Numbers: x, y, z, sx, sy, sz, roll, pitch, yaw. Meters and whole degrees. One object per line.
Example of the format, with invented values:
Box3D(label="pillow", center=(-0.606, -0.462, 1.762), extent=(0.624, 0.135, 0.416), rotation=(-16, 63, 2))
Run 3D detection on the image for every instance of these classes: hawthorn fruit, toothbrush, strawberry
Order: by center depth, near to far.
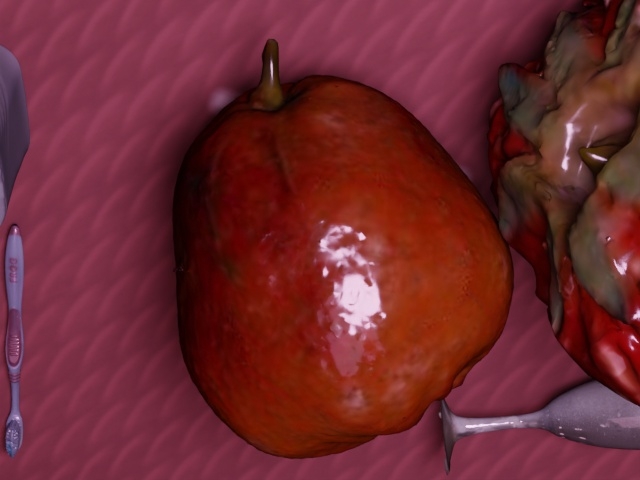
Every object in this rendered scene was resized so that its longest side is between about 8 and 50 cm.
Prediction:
Box3D(label="strawberry", center=(0.289, -0.008, 1.205), extent=(0.345, 0.317, 0.295), rotation=(28, 80, -30))
Box3D(label="hawthorn fruit", center=(0.000, 0.000, 1.270), extent=(0.224, 0.224, 0.260), rotation=(-23, 103, 16))
Box3D(label="toothbrush", center=(-0.220, 0.073, 1.428), extent=(0.013, 0.019, 0.193), rotation=(6, 118, 1))

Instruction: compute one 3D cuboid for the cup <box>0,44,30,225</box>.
Box3D(label="cup", center=(-0.242, -0.079, 1.282), extent=(0.095, 0.129, 0.128), rotation=(-3, 116, -2))

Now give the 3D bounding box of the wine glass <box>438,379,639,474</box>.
Box3D(label="wine glass", center=(0.184, 0.126, 1.405), extent=(0.198, 0.066, 0.066), rotation=(-6, 119, 7))
